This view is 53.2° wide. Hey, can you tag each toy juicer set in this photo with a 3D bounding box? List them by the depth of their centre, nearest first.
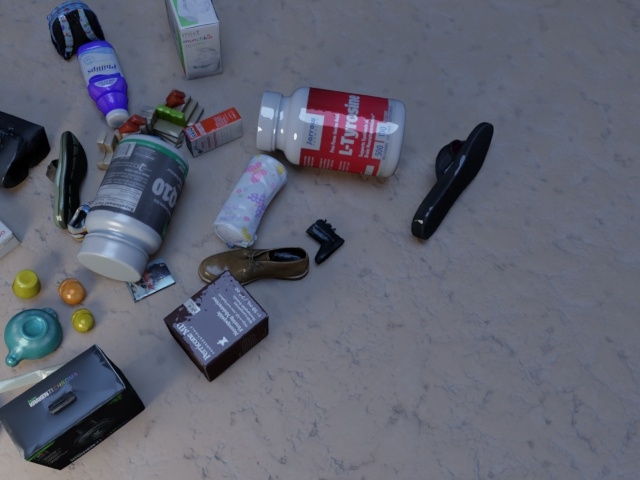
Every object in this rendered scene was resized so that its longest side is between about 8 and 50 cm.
[{"bbox_3d":[-0.693,0.239,1.632,0.209,0.089,0.329,8,61,-22],"label":"toy juicer set"}]

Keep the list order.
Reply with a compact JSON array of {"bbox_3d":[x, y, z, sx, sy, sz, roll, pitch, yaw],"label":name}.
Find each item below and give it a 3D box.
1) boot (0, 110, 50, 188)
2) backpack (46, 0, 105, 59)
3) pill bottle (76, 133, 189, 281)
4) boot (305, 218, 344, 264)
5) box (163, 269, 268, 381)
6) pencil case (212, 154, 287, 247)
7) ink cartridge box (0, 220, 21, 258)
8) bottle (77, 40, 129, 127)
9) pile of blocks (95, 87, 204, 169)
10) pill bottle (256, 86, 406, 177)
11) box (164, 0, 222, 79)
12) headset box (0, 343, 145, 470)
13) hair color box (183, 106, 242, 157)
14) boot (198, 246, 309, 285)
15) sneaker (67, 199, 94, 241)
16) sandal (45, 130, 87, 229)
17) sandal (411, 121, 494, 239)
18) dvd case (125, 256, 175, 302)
[{"bbox_3d":[-1.050,-0.244,1.788,0.445,0.146,0.367,24,68,1],"label":"boot"},{"bbox_3d":[-0.765,-0.667,1.975,0.158,0.173,0.117,-26,71,-15],"label":"backpack"},{"bbox_3d":[-0.504,-0.085,1.721,0.204,0.204,0.361,14,66,1],"label":"pill bottle"},{"bbox_3d":[0.000,0.000,1.815,0.099,0.045,0.121,43,62,11],"label":"boot"},{"bbox_3d":[-0.258,0.218,1.626,0.203,0.167,0.168,-39,75,-19],"label":"box"},{"bbox_3d":[-0.196,-0.113,1.810,0.124,0.113,0.273,20,65,10],"label":"pencil case"},{"bbox_3d":[-0.924,-0.019,1.723,0.175,0.072,0.127,40,68,12],"label":"ink cartridge box"},{"bbox_3d":[-0.650,-0.473,1.942,0.118,0.092,0.282,-18,69,-14],"label":"bottle"},{"bbox_3d":[-0.500,-0.327,1.879,0.362,0.112,0.149,-41,75,-20],"label":"pile of blocks"},{"bbox_3d":[0.028,-0.321,1.862,0.408,0.229,0.229,8,65,-2],"label":"pill bottle"},{"bbox_3d":[-0.396,-0.681,1.984,0.127,0.231,0.262,-16,69,-12],"label":"box"},{"bbox_3d":[-0.559,0.384,1.461,0.246,0.283,0.131,-35,73,-19],"label":"headset box"},{"bbox_3d":[-0.318,-0.322,1.905,0.167,0.093,0.053,-28,70,-17],"label":"hair color box"},{"bbox_3d":[-0.181,0.055,1.737,0.305,0.115,0.112,-4,68,-6],"label":"boot"},{"bbox_3d":[-0.623,-0.081,1.773,0.070,0.084,0.185,29,67,8],"label":"sneaker"},{"bbox_3d":[-0.728,-0.176,1.794,0.086,0.120,0.302,-4,66,8],"label":"sandal"},{"bbox_3d":[0.375,-0.201,1.884,0.107,0.167,0.445,27,65,26],"label":"sandal"},{"bbox_3d":[-0.468,0.106,1.742,0.119,0.013,0.087,-26,71,-15],"label":"dvd case"}]
